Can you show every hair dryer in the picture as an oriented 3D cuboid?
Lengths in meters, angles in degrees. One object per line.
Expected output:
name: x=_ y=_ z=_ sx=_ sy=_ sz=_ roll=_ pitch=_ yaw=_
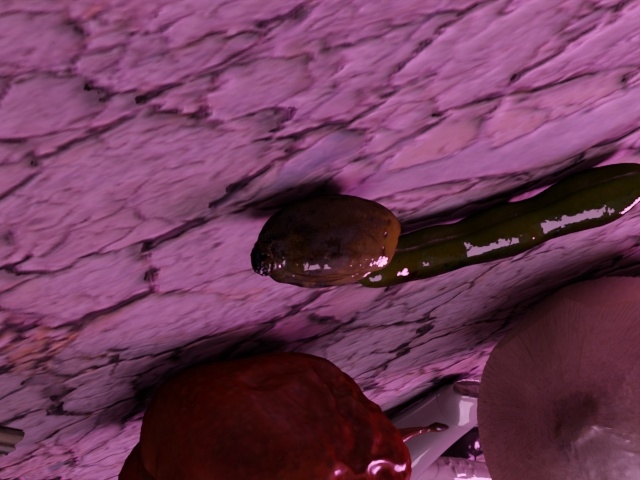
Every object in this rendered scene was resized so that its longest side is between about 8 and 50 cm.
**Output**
hair dryer: x=0.144 y=0.214 z=1.649 sx=0.237 sy=0.075 sz=0.206 roll=17 pitch=135 yaw=-42

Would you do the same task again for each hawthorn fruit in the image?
hawthorn fruit: x=-0.014 y=0.165 z=1.185 sx=0.243 sy=0.207 sz=0.207 roll=-18 pitch=163 yaw=-26

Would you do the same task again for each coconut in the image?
coconut: x=0.256 y=0.147 z=1.360 sx=0.237 sy=0.237 sz=0.266 roll=-31 pitch=163 yaw=28

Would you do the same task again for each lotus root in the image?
lotus root: x=0.000 y=0.000 z=0.912 sx=0.099 sy=0.049 sz=0.054 roll=-9 pitch=167 yaw=-38

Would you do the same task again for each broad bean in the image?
broad bean: x=0.107 y=-0.007 z=1.043 sx=0.227 sy=0.039 sz=0.069 roll=-15 pitch=156 yaw=-20

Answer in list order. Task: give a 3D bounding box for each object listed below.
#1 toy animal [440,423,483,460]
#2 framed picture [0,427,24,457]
toy animal: x=0.115 y=0.233 z=1.760 sx=0.233 sy=0.084 sz=0.148 roll=-10 pitch=144 yaw=-15
framed picture: x=-0.354 y=0.175 z=1.079 sx=0.273 sy=0.016 sz=0.216 roll=-25 pitch=163 yaw=11
